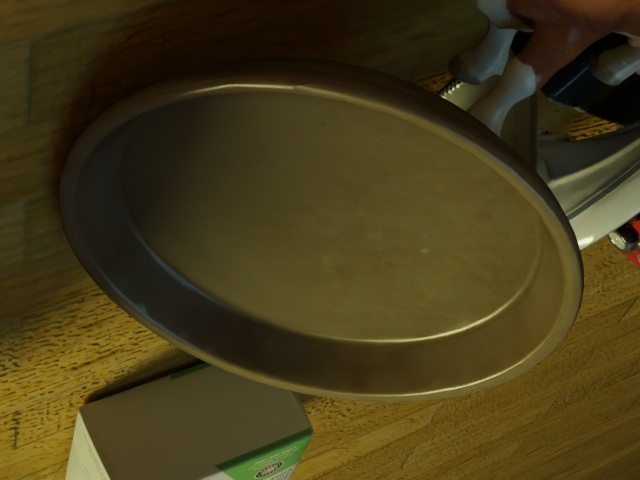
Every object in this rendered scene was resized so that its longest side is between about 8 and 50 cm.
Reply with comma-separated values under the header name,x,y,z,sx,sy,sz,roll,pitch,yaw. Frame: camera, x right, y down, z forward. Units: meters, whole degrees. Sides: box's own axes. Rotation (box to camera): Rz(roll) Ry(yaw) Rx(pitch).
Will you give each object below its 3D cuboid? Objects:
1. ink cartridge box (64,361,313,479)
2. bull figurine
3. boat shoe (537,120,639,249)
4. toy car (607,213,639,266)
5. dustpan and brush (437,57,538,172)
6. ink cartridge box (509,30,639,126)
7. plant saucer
name,x,y,z,sx,sy,sz,roll,pitch,yaw
ink cartridge box,-0.114,0.191,1.010,0.160,0.093,0.219,-18,152,-26
bull figurine,0.150,-0.134,0.622,0.310,0.101,0.188,2,138,-27
boat shoe,0.132,-0.029,0.833,0.258,0.084,0.095,-32,-174,35
toy car,0.214,-0.005,0.896,0.239,0.053,0.225,-31,-174,37
dustpan and brush,0.057,-0.018,0.807,0.060,0.147,0.211,13,158,-19
ink cartridge box,0.284,-0.147,0.879,0.176,0.069,0.371,-43,156,25
plant saucer,0.000,0.000,0.671,0.277,0.041,0.278,10,144,7
